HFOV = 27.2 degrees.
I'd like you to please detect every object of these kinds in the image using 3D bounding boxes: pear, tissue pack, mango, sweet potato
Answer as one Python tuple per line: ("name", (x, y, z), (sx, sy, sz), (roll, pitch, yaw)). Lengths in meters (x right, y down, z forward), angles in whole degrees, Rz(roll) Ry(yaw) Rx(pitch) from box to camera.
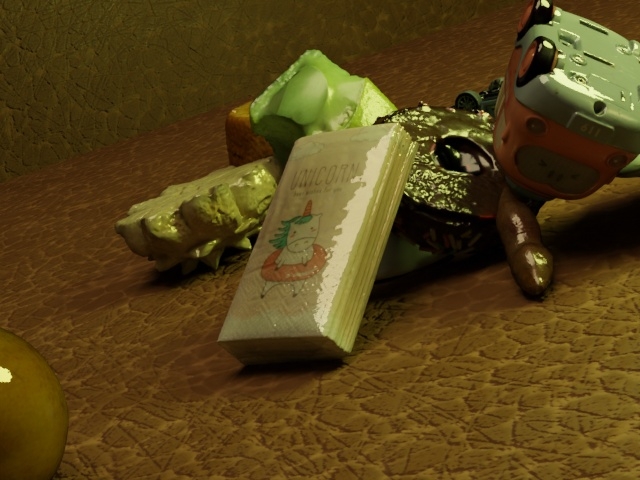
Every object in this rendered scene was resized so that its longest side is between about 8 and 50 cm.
("pear", (0.042, -0.145, 2.180), (0.176, 0.286, 0.282), (-45, 46, -11))
("tissue pack", (0.000, 0.000, 1.633), (0.170, 0.071, 0.325), (-7, 50, 36))
("mango", (-0.406, 0.200, 1.388), (0.264, 0.221, 0.378), (-27, 7, -19))
("sweet potato", (0.248, 0.004, 1.616), (0.051, 0.065, 0.218), (-8, 33, 0))

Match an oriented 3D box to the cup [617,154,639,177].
("cup", (0.529, -0.175, 1.673), (0.347, 0.163, 0.347), (-49, 13, 15))

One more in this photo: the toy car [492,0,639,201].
("toy car", (0.308, -0.163, 1.676), (0.181, 0.212, 0.270), (21, 34, -7))

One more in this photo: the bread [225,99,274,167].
("bread", (-0.043, -0.193, 2.501), (0.312, 0.172, 0.312), (-13, 14, 3))

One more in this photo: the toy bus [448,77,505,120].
("toy bus", (0.360, -0.209, 2.191), (0.292, 0.133, 0.125), (-6, 12, 43))

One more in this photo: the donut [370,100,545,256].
("donut", (0.175, -0.082, 1.790), (0.270, 0.103, 0.269), (8, 43, -7))

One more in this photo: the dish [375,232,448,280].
("dish", (0.098, -0.017, 1.870), (0.229, 0.081, 0.229), (-16, 15, 4))

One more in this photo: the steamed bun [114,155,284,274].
("steamed bun", (-0.178, -0.034, 2.154), (0.292, 0.137, 0.295), (-29, 10, -27))
